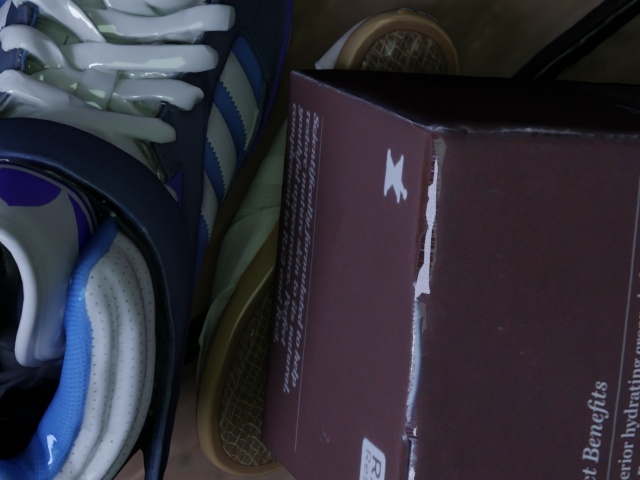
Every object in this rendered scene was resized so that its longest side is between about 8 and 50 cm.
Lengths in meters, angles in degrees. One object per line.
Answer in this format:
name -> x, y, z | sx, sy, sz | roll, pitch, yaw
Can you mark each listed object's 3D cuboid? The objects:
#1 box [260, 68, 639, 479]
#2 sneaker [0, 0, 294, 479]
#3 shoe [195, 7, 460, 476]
box -> 0.100, 0.026, 0.737 | 0.203, 0.167, 0.168 | 1, 102, -19
sneaker -> -0.085, -0.043, 0.718 | 0.130, 0.236, 0.322 | 16, 93, -4
shoe -> 0.000, 0.000, 0.822 | 0.077, 0.058, 0.219 | 20, 97, -24
